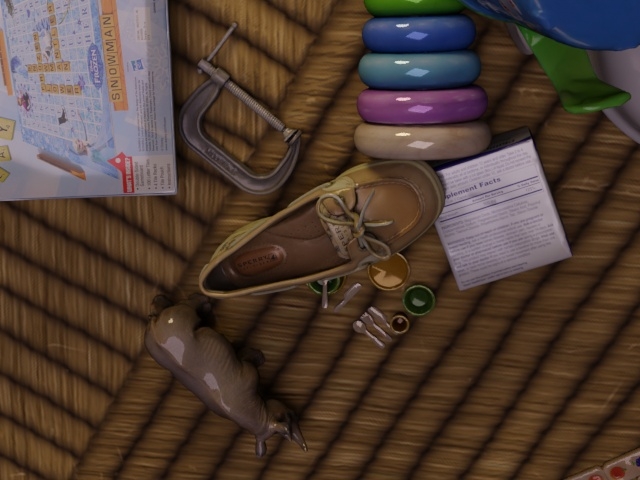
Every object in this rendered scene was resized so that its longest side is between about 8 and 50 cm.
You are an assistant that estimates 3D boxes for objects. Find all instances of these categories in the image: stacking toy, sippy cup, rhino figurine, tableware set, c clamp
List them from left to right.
[{"bbox_3d":[-0.104,0.157,1.366,0.073,0.106,0.243,-42,98,18],"label":"rhino figurine"},{"bbox_3d":[-0.082,-0.131,1.317,0.161,0.022,0.137,44,107,-7],"label":"c clamp"},{"bbox_3d":[0.048,0.047,1.356,0.154,0.024,0.104,42,107,-6],"label":"tableware set"},{"bbox_3d":[0.100,-0.250,1.209,0.141,0.141,0.330,0,102,7],"label":"stacking toy"},{"bbox_3d":[0.215,-0.270,1.033,0.305,0.224,0.240,36,105,-26],"label":"sippy cup"}]

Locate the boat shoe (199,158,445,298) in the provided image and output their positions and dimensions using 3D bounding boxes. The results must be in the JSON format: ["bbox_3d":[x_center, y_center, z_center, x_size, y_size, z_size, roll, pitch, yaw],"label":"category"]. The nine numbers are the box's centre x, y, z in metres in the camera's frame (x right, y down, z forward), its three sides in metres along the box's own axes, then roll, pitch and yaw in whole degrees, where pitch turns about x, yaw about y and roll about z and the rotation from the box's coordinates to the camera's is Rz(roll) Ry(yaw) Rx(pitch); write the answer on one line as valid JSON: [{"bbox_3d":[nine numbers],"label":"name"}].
[{"bbox_3d":[0.000,0.000,1.280,0.285,0.089,0.104,-26,96,30],"label":"boat shoe"}]

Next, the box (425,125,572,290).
[{"bbox_3d":[0.184,-0.035,1.287,0.126,0.072,0.137,-18,105,13],"label":"box"}]

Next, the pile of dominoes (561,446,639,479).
[{"bbox_3d":[0.310,0.374,1.417,0.251,0.040,0.196,-28,102,15],"label":"pile of dominoes"}]

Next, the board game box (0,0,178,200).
[{"bbox_3d":[-0.314,-0.200,1.270,0.318,0.066,0.318,-2,107,-5],"label":"board game box"}]

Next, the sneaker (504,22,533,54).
[{"bbox_3d":[0.212,-0.294,1.205,0.094,0.080,0.212,-14,104,-1],"label":"sneaker"}]

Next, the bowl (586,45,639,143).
[{"bbox_3d":[0.402,-0.202,1.174,0.298,0.134,0.297,2,107,7],"label":"bowl"}]
